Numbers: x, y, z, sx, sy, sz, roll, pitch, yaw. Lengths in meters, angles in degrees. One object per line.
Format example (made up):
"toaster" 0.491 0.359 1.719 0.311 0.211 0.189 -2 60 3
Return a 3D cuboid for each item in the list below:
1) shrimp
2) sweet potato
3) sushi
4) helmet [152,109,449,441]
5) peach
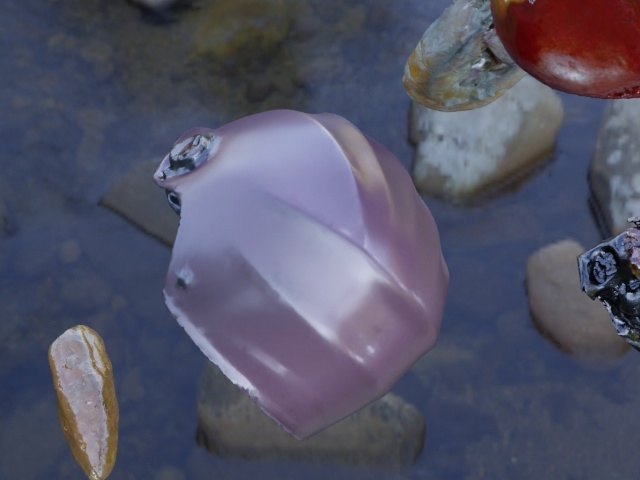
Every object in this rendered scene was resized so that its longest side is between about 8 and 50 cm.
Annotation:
"shrimp" 0.217 -0.262 1.765 0.164 0.317 0.062 5 60 -16
"sweet potato" -0.341 0.242 1.939 0.097 0.097 0.251 -13 59 -6
"sushi" 0.479 0.043 1.901 0.150 0.172 0.153 -29 42 31
"helmet" 0.000 0.000 1.169 0.197 0.271 0.338 -29 33 22
"peach" 0.273 -0.204 1.067 0.267 0.154 0.158 -24 33 30
